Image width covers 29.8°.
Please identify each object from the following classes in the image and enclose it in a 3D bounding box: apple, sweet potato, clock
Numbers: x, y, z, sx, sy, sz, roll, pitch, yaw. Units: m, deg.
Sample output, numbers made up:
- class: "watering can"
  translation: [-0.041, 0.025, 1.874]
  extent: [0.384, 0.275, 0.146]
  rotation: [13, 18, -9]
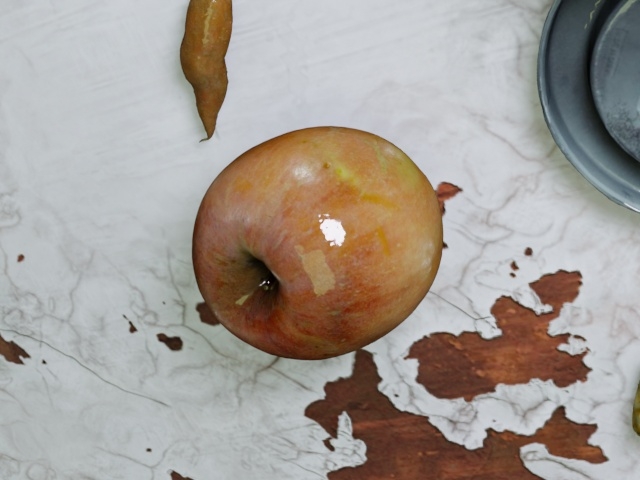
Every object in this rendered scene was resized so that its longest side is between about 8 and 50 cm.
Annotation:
- class: "apple"
  translation: [0.000, 0.000, 1.217]
  extent: [0.253, 0.253, 0.254]
  rotation: [10, 124, 15]
- class: "sweet potato"
  translation: [-0.118, -0.184, 1.239]
  extent: [0.056, 0.056, 0.195]
  rotation: [14, 129, 12]
- class: "clock"
  translation: [0.350, -0.156, 1.066]
  extent: [0.312, 0.061, 0.313]
  rotation: [10, 124, 15]

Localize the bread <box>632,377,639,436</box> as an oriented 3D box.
- class: "bread"
  translation: [0.368, 0.172, 1.274]
  extent: [0.066, 0.060, 0.110]
  rotation: [-4, 123, -9]
